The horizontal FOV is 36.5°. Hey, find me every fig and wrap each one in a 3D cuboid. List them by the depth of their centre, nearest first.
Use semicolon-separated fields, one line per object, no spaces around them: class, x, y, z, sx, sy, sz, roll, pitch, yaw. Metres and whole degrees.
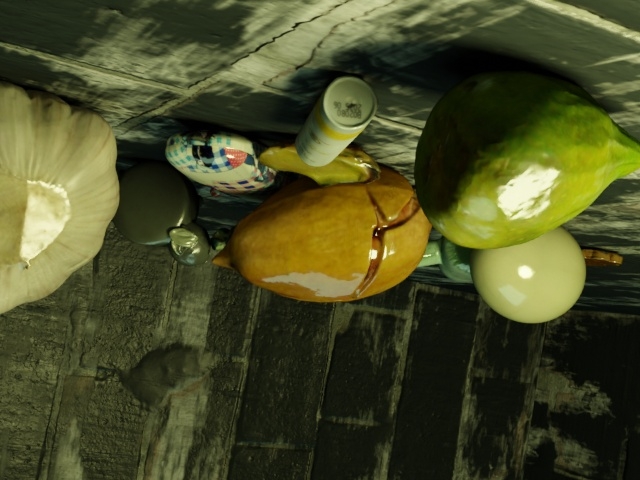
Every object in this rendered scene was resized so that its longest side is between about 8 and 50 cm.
fig;0.185;-0.086;0.883;0.233;0.167;0.167;-33;-157;-35

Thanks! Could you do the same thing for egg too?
egg;0.354;0.047;1.668;0.186;0.186;0.242;5;171;43

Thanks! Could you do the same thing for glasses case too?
glasses case;-0.120;-0.108;1.463;0.125;0.076;0.327;7;175;19

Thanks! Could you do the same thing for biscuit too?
biscuit;0.556;0.033;2.022;0.124;0.026;0.175;10;175;-22

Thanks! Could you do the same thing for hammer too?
hammer;0.179;0.036;1.868;0.336;0.118;0.206;-9;173;0

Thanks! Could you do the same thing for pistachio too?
pistachio;0.003;-0.113;1.340;0.173;0.049;0.089;10;152;12

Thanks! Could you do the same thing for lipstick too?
lipstick;0.012;-0.129;1.095;0.059;0.059;0.264;10;174;-7

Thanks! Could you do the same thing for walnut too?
walnut;0.000;0.000;1.443;0.336;0.209;0.209;-13;172;7

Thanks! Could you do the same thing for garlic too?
garlic;-0.432;-0.064;1.331;0.318;0.317;0.259;11;-161;-17

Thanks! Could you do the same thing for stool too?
stool;-0.297;-0.043;1.829;0.153;0.228;0.139;-22;170;8

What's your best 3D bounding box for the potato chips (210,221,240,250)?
potato chips;-0.025;-0.023;1.767;0.359;0.070;0.429;-9;171;3

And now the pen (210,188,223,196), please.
pen;-0.186;-0.106;1.863;0.028;0.028;0.239;11;174;-13

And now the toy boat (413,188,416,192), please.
toy boat;0.081;-0.026;1.579;0.226;0.068;0.088;-24;158;14
